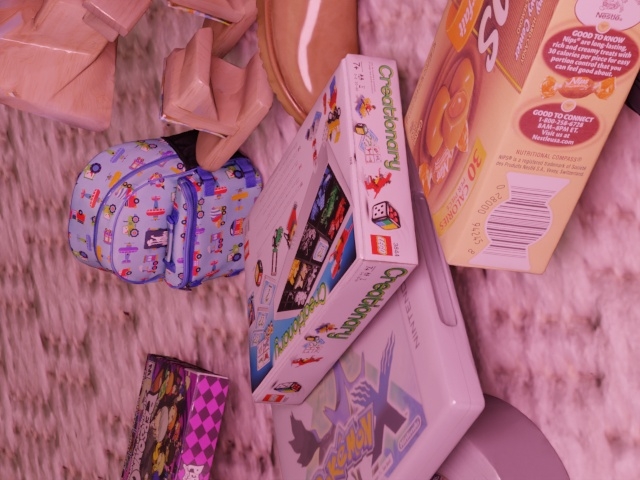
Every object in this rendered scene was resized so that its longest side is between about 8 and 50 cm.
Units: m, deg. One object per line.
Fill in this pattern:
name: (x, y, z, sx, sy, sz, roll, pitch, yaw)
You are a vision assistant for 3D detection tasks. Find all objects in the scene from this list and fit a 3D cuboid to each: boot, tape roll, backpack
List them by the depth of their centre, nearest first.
boot: (0.043, -0.235, 1.421, 0.269, 0.089, 0.236, -22, 82, 53)
tape roll: (0.128, 0.247, 1.463, 0.219, 0.072, 0.219, 21, 117, 49)
backpack: (-0.161, -0.025, 1.690, 0.117, 0.173, 0.158, 41, 130, 40)

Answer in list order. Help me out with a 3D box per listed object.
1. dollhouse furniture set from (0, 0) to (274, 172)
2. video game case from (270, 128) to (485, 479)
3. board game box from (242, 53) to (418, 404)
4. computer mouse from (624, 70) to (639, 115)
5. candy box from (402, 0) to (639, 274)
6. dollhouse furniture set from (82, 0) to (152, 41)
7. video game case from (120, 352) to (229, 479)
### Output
dollhouse furniture set: (-0.256, -0.267, 1.610, 0.256, 0.362, 0.394, -43, 38, 49)
video game case: (0.033, 0.115, 1.494, 0.329, 0.036, 0.300, 120, 149, -44)
board game box: (0.000, 0.000, 1.468, 0.305, 0.053, 0.193, 126, 145, -57)
computer mouse: (0.265, -0.073, 1.204, 0.242, 0.041, 0.071, 60, 140, 22)
candy box: (0.160, -0.152, 1.233, 0.183, 0.087, 0.316, -104, 27, -48)
dollhouse furniture set: (-0.189, -0.406, 1.447, 0.303, 0.355, 0.174, 35, 142, -8)
video game case: (-0.166, 0.244, 1.783, 0.210, 0.042, 0.232, -173, 95, -70)
